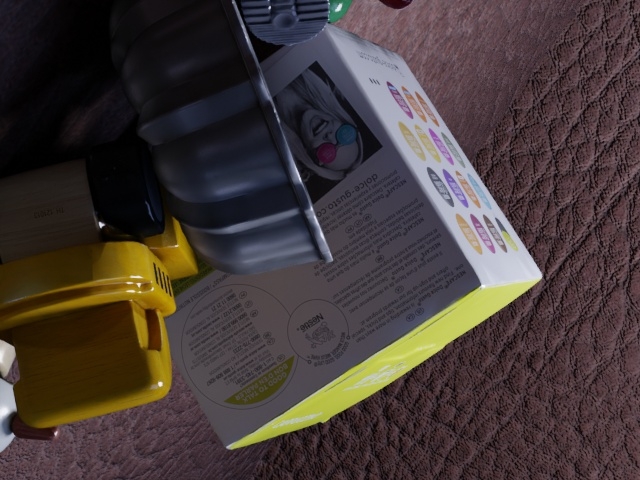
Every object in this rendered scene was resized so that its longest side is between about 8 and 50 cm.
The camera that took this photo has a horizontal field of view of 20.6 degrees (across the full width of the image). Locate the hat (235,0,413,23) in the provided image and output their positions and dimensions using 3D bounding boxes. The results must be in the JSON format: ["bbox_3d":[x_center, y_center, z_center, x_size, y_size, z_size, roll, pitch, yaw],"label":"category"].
[{"bbox_3d":[0.028,-0.251,1.873,0.173,0.183,0.208,-56,165,26],"label":"hat"}]

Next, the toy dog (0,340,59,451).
[{"bbox_3d":[-0.343,0.209,1.850,0.334,0.161,0.220,77,35,-81],"label":"toy dog"}]

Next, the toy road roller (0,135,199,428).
[{"bbox_3d":[-0.227,0.058,1.689,0.202,0.241,0.329,-13,168,2],"label":"toy road roller"}]

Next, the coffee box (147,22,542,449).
[{"bbox_3d":[0.000,0.000,1.983,0.338,0.334,0.337,-34,170,15],"label":"coffee box"}]

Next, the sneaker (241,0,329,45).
[{"bbox_3d":[-0.036,-0.342,1.655,0.319,0.112,0.131,98,-8,-46],"label":"sneaker"}]

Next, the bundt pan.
[{"bbox_3d":[-0.103,-0.114,1.636,0.124,0.331,0.331,-21,166,1],"label":"bundt pan"}]
